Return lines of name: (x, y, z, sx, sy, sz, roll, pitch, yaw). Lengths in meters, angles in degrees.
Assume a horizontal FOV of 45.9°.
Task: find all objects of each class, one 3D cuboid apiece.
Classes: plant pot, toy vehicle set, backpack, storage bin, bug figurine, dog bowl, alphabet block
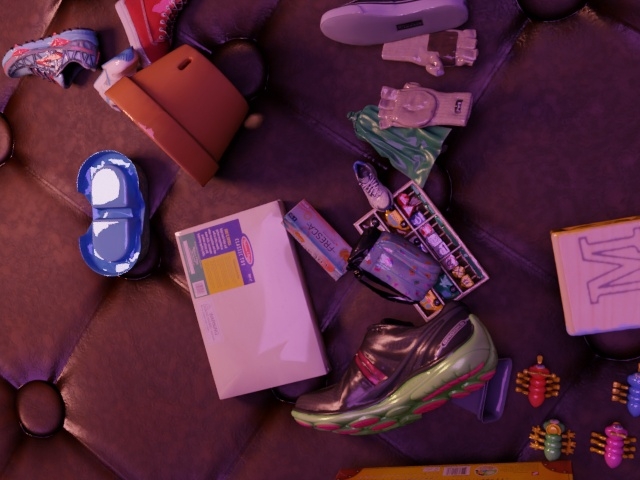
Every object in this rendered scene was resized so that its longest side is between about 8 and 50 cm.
plant pot: (-0.293, -0.287, 1.654, 0.291, 0.291, 0.203, 44, 87, 11)
toy vehicle set: (0.217, 0.020, 1.625, 0.166, 0.035, 0.266, -39, 81, 15)
backpack: (0.154, 0.050, 1.554, 0.182, 0.152, 0.115, 32, 111, 1)
storage bin: (0.335, 0.299, 1.581, 0.091, 0.098, 0.135, 15, 98, 43)
bug figurine: (0.535, 0.347, 1.526, 0.279, 0.072, 0.216, 2, 93, 16)
dog bowl: (-0.490, -0.065, 1.814, 0.166, 0.074, 0.297, -1, 91, 17)
alphabet block: (0.553, 0.062, 1.449, 0.194, 0.192, 0.197, -10, 91, 15)

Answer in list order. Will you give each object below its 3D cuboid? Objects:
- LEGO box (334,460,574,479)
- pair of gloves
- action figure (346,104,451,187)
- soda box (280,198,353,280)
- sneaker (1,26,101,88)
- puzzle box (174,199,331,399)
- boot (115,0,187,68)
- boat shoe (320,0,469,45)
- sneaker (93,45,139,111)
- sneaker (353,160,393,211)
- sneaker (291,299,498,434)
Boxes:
LEGO box: (0.280, 0.666, 1.528, 0.501, 0.193, 0.372, -8, 98, 17)
pair of gloves: (0.224, -0.340, 1.578, 0.204, 0.042, 0.240, 1, 72, 21)
action figure: (0.155, -0.225, 1.620, 0.232, 0.063, 0.137, 31, 102, 20)
soda box: (0.000, 0.000, 1.656, 0.183, 0.058, 0.063, 46, 68, 3)
sneaker: (-0.655, -0.425, 1.833, 0.262, 0.104, 0.125, -14, 90, 17)
puzzle box: (-0.156, 0.137, 1.734, 0.272, 0.052, 0.408, -16, 88, 17)
boot: (-0.354, -0.494, 1.751, 0.176, 0.088, 0.244, -27, 81, 14)
boat shoe: (0.151, -0.491, 1.576, 0.307, 0.113, 0.104, -7, 67, 16)
sneaker: (-0.450, -0.371, 1.735, 0.087, 0.229, 0.092, -41, 98, -25)
sneaker: (0.106, -0.117, 1.620, 0.052, 0.058, 0.135, -39, 59, 14)
sneaker: (0.146, 0.277, 1.598, 0.483, 0.185, 0.202, -29, 55, 25)
